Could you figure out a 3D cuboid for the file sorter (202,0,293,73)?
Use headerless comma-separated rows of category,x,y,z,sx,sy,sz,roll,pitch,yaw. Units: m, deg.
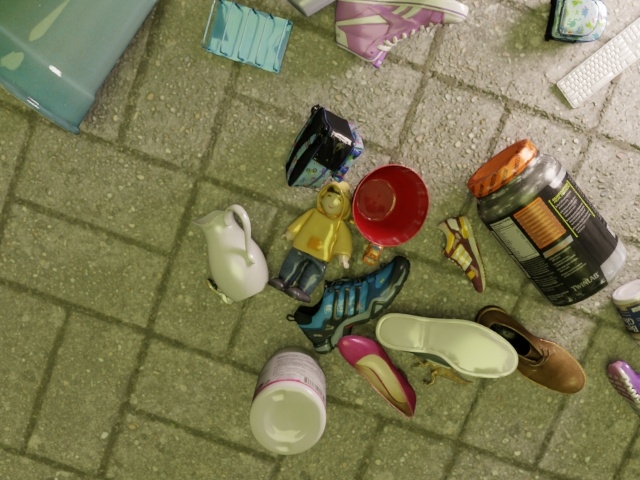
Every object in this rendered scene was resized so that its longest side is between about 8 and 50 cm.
file sorter,-0.159,-0.445,1.592,0.170,0.104,0.118,17,99,-2

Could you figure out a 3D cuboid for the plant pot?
plant pot,-0.534,-0.452,1.499,0.341,0.341,0.334,39,91,-6

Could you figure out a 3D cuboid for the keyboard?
keyboard,0.645,-0.401,1.631,0.256,0.014,0.072,-39,97,7

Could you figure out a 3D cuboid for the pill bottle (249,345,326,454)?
pill bottle,-0.066,0.343,1.639,0.160,0.283,0.160,0,100,1

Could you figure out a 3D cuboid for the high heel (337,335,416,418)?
high heel,0.130,0.311,1.674,0.082,0.117,0.244,-34,124,17

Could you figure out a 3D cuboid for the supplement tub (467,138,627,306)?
supplement tub,0.486,-0.041,1.601,0.207,0.207,0.338,-39,97,7

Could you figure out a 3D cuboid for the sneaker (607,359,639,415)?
sneaker,0.773,0.357,1.731,0.104,0.095,0.236,-42,102,1

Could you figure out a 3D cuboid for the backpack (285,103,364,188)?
backpack,-0.001,-0.185,1.614,0.117,0.158,0.173,26,114,-22

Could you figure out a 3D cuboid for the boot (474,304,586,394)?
boot,0.494,0.272,1.705,0.305,0.115,0.112,35,97,-6

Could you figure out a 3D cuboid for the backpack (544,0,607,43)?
backpack,0.556,-0.476,1.584,0.114,0.084,0.105,6,102,-3

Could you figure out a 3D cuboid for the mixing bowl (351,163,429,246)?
mixing bowl,0.140,-0.085,1.642,0.181,0.098,0.181,-4,103,-18

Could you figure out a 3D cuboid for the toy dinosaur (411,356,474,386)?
toy dinosaur,0.280,0.308,1.744,0.092,0.053,0.183,-44,96,6

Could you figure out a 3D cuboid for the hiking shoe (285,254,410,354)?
hiking shoe,0.071,0.127,1.685,0.304,0.113,0.132,-42,98,8

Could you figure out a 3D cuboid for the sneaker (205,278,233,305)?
sneaker,-0.233,0.114,1.733,0.083,0.032,0.037,44,84,-11

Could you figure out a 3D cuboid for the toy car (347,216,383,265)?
toy car,0.094,0.006,1.700,0.122,0.040,0.060,42,98,-7

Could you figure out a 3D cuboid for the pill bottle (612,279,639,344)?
pill bottle,0.750,0.183,1.693,0.094,0.094,0.169,-30,98,6

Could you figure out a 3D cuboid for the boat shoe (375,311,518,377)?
boat shoe,0.287,0.231,1.673,0.319,0.099,0.116,12,86,14

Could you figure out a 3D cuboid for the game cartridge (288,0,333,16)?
game cartridge,-0.042,-0.632,1.545,0.198,0.062,0.297,-30,82,2

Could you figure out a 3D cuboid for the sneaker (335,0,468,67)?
sneaker,0.171,-0.452,1.594,0.282,0.102,0.161,7,104,11

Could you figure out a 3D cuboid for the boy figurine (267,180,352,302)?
boy figurine,0.000,0.000,1.660,0.177,0.092,0.285,31,94,24

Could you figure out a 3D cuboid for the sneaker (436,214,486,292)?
sneaker,0.326,0.037,1.694,0.084,0.069,0.185,-16,93,13

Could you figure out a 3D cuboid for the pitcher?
pitcher,-0.186,0.025,1.646,0.125,0.178,0.207,-28,97,-34
